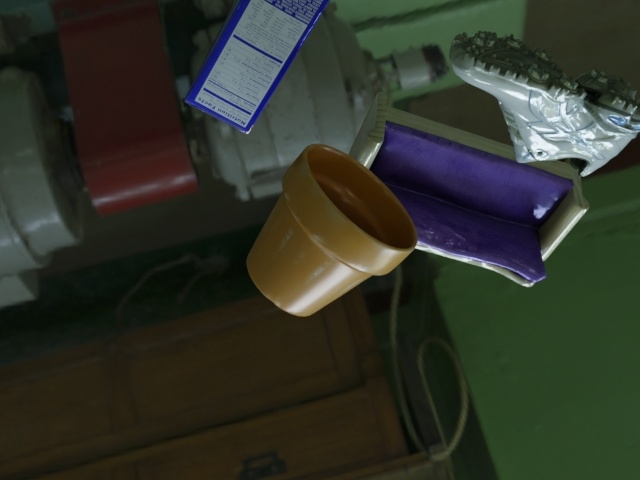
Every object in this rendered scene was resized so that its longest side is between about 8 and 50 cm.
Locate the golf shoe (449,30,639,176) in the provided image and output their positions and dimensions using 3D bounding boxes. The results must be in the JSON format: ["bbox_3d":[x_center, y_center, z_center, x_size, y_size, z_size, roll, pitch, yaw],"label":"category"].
[{"bbox_3d":[0.157,-0.091,0.707,0.176,0.069,0.086,16,124,-26],"label":"golf shoe"}]

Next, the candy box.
[{"bbox_3d":[-0.065,-0.360,1.499,0.122,0.268,0.317,30,124,-11],"label":"candy box"}]

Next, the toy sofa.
[{"bbox_3d":[0.220,-0.076,1.517,0.362,0.177,0.150,17,139,-9],"label":"toy sofa"}]

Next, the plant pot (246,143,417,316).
[{"bbox_3d":[0.000,0.000,1.384,0.205,0.205,0.188,19,124,-43],"label":"plant pot"}]
